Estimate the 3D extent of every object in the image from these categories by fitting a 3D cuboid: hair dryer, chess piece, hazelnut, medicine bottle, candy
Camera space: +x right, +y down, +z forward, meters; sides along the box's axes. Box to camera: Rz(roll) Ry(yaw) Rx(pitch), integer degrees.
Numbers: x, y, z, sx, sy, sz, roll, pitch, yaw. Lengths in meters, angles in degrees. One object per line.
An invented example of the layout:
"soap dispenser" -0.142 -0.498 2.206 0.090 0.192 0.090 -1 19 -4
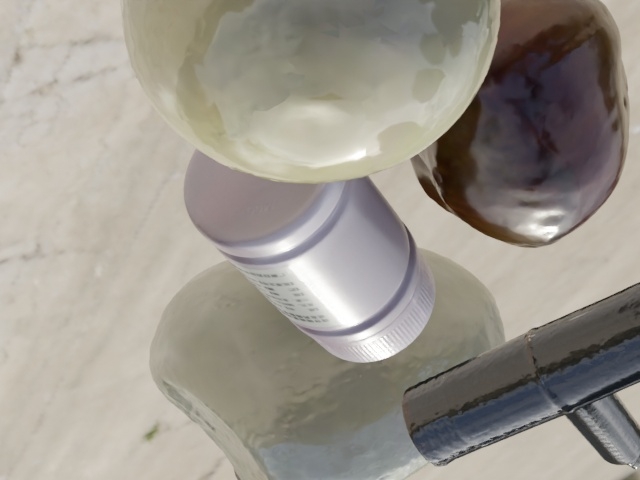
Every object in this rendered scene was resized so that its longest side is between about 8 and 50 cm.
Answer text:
"hair dryer" 0.166 0.085 0.683 0.173 0.050 0.195 -27 147 28
"chess piece" -0.011 -0.147 0.477 0.167 0.299 0.167 -5 142 -4
"hazelnut" 0.175 -0.113 1.093 0.217 0.217 0.251 -28 151 -7
"medicine bottle" 0.000 0.000 1.042 0.133 0.133 0.249 -34 144 6
"candy" 0.023 0.128 1.527 0.427 0.386 0.186 -17 136 -24
